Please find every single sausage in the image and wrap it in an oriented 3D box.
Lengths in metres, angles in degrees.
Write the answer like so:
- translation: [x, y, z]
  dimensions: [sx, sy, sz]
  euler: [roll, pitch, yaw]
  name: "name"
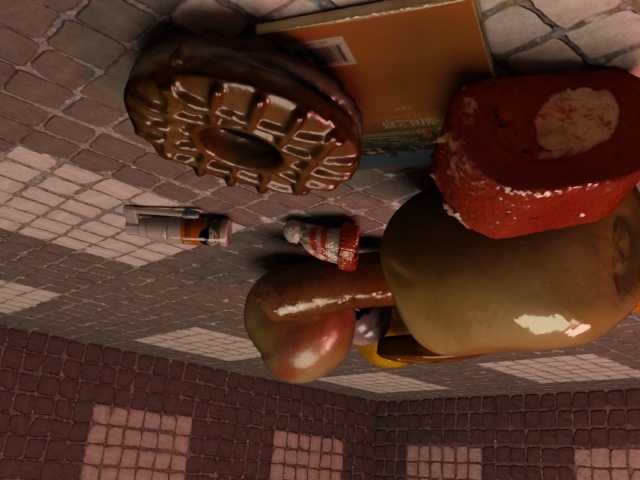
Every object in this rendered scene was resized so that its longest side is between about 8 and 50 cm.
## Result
- translation: [0.106, 0.090, 1.503]
  dimensions: [0.501, 0.123, 0.136]
  euler: [-8, 132, -5]
  name: "sausage"

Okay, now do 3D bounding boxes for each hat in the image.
- translation: [0.000, 0.000, 1.416]
  dimensions: [0.162, 0.093, 0.112]
  euler: [8, 147, 7]
  name: "hat"

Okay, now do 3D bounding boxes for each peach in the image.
- translation: [-0.046, 0.193, 1.672]
  dimensions: [0.247, 0.292, 0.292]
  euler: [-2, 168, -39]
  name: "peach"

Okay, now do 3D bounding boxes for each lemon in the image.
- translation: [0.192, 0.275, 1.997]
  dimensions: [0.244, 0.187, 0.187]
  euler: [10, 160, -1]
  name: "lemon"

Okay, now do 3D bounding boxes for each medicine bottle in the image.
- translation: [-0.299, -0.033, 1.446]
  dimensions: [0.221, 0.061, 0.092]
  euler: [3, 136, 5]
  name: "medicine bottle"

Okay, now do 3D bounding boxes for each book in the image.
- translation: [0.107, -0.193, 0.937]
  dimensions: [0.263, 0.028, 0.374]
  euler: [-4, 158, 21]
  name: "book"

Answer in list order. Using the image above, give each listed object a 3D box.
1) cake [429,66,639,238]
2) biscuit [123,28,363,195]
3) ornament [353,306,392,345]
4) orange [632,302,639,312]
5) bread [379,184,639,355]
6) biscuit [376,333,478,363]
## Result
- translation: [0.278, -0.106, 0.866]
  dimensions: [0.283, 0.177, 0.151]
  euler: [-5, 156, -7]
  name: "cake"
- translation: [-0.099, -0.158, 0.932]
  dimensions: [0.332, 0.103, 0.332]
  euler: [11, 163, 3]
  name: "biscuit"
- translation: [0.104, 0.187, 1.829]
  dimensions: [0.177, 0.177, 0.177]
  euler: [4, 160, 2]
  name: "ornament"
- translation: [0.580, 0.066, 1.356]
  dimensions: [0.193, 0.161, 0.193]
  euler: [0, 163, 0]
  name: "orange"
- translation: [0.284, 0.015, 1.087]
  dimensions: [0.376, 0.348, 0.253]
  euler: [-14, 122, 47]
  name: "bread"
- translation: [0.313, 0.257, 1.681]
  dimensions: [0.350, 0.070, 0.394]
  euler: [-5, 173, 1]
  name: "biscuit"
